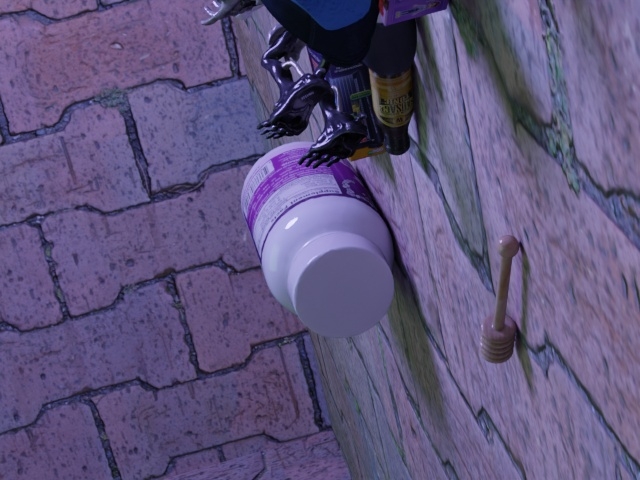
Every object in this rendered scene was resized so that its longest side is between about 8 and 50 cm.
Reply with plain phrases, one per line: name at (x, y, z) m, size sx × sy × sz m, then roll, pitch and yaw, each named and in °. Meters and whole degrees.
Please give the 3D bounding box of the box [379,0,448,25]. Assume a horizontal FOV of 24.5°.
box at (0.048, -0.306, 1.047) m, size 0.293 × 0.057 × 0.201 m, roll 92°, pitch 161°, yaw -74°

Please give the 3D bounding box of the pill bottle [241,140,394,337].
pill bottle at (0.000, 0.000, 1.877) m, size 0.301 × 0.169 × 0.169 m, roll -114°, pitch 10°, yaw -62°

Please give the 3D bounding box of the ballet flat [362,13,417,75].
ballet flat at (0.038, -0.246, 1.294) m, size 0.074 × 0.074 × 0.203 m, roll 95°, pitch 161°, yaw -76°

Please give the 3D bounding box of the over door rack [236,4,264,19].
over door rack at (-0.136, -0.365, 1.594) m, size 0.324 × 0.108 × 0.239 m, roll 21°, pitch 153°, yaw 45°

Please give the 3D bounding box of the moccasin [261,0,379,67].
moccasin at (-0.050, -0.272, 1.147) m, size 0.117 × 0.137 × 0.342 m, roll 73°, pitch -179°, yaw -60°

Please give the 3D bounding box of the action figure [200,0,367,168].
action figure at (-0.028, -0.215, 1.373) m, size 0.164 × 0.141 × 0.276 m, roll 22°, pitch -123°, yaw -47°

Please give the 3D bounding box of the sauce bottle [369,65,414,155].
sauce bottle at (0.071, -0.133, 1.423) m, size 0.128 × 0.042 × 0.042 m, roll 77°, pitch 175°, yaw -51°

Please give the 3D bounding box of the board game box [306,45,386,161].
board game box at (0.025, -0.182, 1.731) m, size 0.170 × 0.048 × 0.141 m, roll -121°, pitch 15°, yaw -72°

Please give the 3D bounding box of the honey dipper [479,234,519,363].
honey dipper at (0.149, 0.046, 1.202) m, size 0.161 × 0.030 × 0.030 m, roll 88°, pitch 166°, yaw -53°
